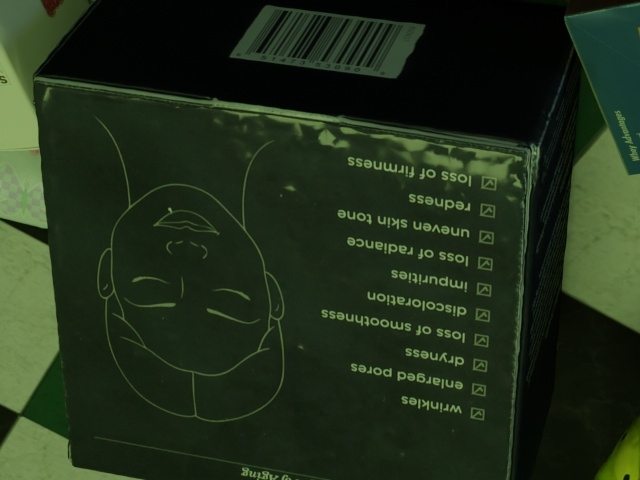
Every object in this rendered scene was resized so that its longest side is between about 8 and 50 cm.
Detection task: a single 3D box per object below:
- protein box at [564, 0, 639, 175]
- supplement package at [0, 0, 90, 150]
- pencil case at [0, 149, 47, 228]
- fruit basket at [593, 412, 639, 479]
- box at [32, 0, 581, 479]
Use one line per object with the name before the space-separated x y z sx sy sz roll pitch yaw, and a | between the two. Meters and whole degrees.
protein box | 0.356 -0.186 1.724 0.201 0.136 0.200 -7 131 28
supplement package | -0.367 -0.252 1.910 0.175 0.177 0.293 -2 134 23
pencil case | -0.358 -0.088 2.126 0.273 0.113 0.124 14 118 8
fruit basket | 0.435 0.200 1.921 0.392 0.392 0.283 2 135 20
box | -0.003 0.007 1.896 0.480 0.297 0.472 9 124 13
